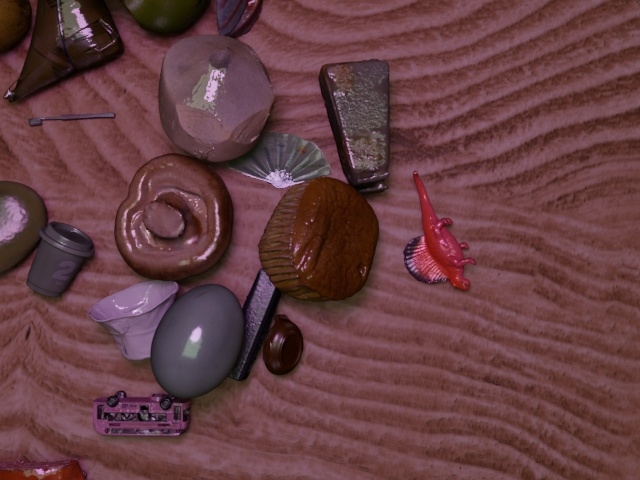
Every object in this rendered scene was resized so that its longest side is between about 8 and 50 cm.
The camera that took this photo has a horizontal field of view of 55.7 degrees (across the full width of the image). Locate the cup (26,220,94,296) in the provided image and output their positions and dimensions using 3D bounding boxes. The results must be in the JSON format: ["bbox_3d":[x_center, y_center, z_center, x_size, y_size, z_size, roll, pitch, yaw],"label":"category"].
[{"bbox_3d":[-0.566,0.043,1.297,0.120,0.120,0.141,32,95,2],"label":"cup"}]

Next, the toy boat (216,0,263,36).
[{"bbox_3d":[-0.184,-0.554,1.274,0.096,0.282,0.206,21,84,2],"label":"toy boat"}]

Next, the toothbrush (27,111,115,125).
[{"bbox_3d":[-0.565,-0.277,1.372,0.194,0.014,0.017,-6,85,-2],"label":"toothbrush"}]

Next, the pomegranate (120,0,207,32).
[{"bbox_3d":[-0.372,-0.561,1.271,0.236,0.302,0.235,10,110,29],"label":"pomegranate"}]

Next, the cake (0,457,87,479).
[{"bbox_3d":[-0.618,0.495,1.261,0.287,0.098,0.135,20,86,-4],"label":"cake"}]

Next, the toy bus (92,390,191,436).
[{"bbox_3d":[-0.380,0.371,1.293,0.203,0.063,0.090,0,88,1],"label":"toy bus"}]

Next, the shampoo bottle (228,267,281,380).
[{"bbox_3d":[-0.129,0.144,1.302,0.071,0.098,0.309,22,84,5],"label":"shampoo bottle"}]

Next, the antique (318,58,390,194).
[{"bbox_3d":[0.088,-0.242,1.330,0.150,0.125,0.284,-8,85,-2],"label":"antique"}]

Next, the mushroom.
[{"bbox_3d":[-0.315,-0.046,1.294,0.278,0.146,0.278,-1,83,9],"label":"mushroom"}]

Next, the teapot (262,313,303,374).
[{"bbox_3d":[-0.087,0.225,1.308,0.098,0.078,0.129,0,97,-45],"label":"teapot"}]

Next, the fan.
[{"bbox_3d":[-0.094,-0.184,1.380,0.240,0.009,0.131,3,82,-1],"label":"fan"}]

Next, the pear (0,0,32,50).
[{"bbox_3d":[-0.726,-0.506,1.301,0.197,0.197,0.197,0,85,-1],"label":"pear"}]

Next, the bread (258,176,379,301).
[{"bbox_3d":[0.000,0.000,1.254,0.227,0.142,0.253,37,58,-27],"label":"bread"}]

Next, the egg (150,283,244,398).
[{"bbox_3d":[-0.238,0.194,1.185,0.168,0.168,0.230,22,75,1],"label":"egg"}]

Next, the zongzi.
[{"bbox_3d":[-0.608,-0.476,1.320,0.289,0.123,0.260,-23,102,-1],"label":"zongzi"}]

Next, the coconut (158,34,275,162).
[{"bbox_3d":[-0.214,-0.296,1.253,0.245,0.247,0.244,6,70,-16],"label":"coconut"}]

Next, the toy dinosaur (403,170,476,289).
[{"bbox_3d":[0.235,-0.001,1.355,0.139,0.070,0.286,-34,84,18],"label":"toy dinosaur"}]

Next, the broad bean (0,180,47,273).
[{"bbox_3d":[-0.717,-0.019,1.292,0.263,0.121,0.189,-34,90,-6],"label":"broad bean"}]

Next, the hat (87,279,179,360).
[{"bbox_3d":[-0.373,0.173,1.269,0.203,0.203,0.126,-16,108,-3],"label":"hat"}]
